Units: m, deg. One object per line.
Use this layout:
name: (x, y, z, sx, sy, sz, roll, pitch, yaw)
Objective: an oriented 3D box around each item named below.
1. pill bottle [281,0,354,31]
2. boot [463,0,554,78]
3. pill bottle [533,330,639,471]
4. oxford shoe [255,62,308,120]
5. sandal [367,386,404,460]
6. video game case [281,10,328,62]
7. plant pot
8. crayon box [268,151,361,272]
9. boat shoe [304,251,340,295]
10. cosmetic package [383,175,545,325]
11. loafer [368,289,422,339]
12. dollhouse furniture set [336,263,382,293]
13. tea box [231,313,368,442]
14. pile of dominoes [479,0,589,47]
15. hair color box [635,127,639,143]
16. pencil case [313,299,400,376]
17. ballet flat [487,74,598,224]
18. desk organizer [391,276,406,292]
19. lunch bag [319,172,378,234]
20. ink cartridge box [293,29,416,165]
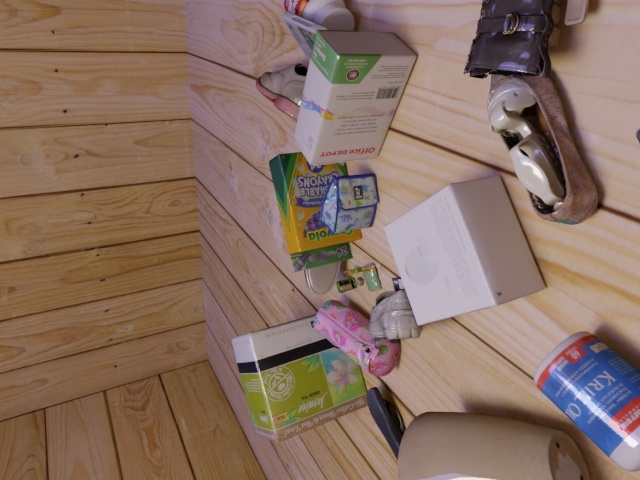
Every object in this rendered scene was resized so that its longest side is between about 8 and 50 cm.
pill bottle: (-0.008, -0.597, 1.198, 0.221, 0.121, 0.121, 58, 146, 34)
boot: (0.268, -0.375, 0.722, 0.263, 0.091, 0.228, 41, 127, 50)
pill bottle: (0.440, 0.249, 0.674, 0.221, 0.125, 0.124, 48, 140, 44)
oxford shoe: (-0.087, -0.474, 1.434, 0.146, 0.141, 0.397, -56, 39, 14)
sandal: (0.208, 0.533, 1.313, 0.254, 0.055, 0.097, 62, 157, 10)
video game case: (0.011, -0.461, 1.172, 0.206, 0.026, 0.227, 48, 180, 44)
plant pot: (0.333, 0.437, 0.860, 0.274, 0.257, 0.256, -32, 71, 44)
crayon box: (-0.007, -0.089, 1.305, 0.083, 0.203, 0.322, -14, 89, 62)
boat shoe: (0.000, 0.000, 1.423, 0.095, 0.112, 0.334, 154, 116, -79)
cosmetic package: (0.267, 0.026, 0.899, 0.225, 0.138, 0.223, -38, 67, 61)
loafer: (0.176, 0.177, 1.108, 0.319, 0.112, 0.111, 111, 158, -78)
dollhouse furniture set: (0.106, 0.117, 1.326, 0.152, 0.059, 0.076, -23, 80, 62)
tea box: (-0.068, 0.418, 1.477, 0.220, 0.329, 0.323, -31, 74, 61)
pile of dominoes: (0.344, -0.431, 0.716, 0.196, 0.040, 0.250, 24, 113, 58)
hair color box: (0.505, -0.006, 0.476, 0.174, 0.105, 0.346, -38, 67, 60)
pencil case: (0.098, 0.271, 1.315, 0.284, 0.124, 0.124, 29, 126, 52)
ballet flat: (0.333, -0.170, 0.735, 0.107, 0.106, 0.315, -50, 56, 57)
desk organizer: (0.230, 0.103, 1.093, 0.130, 0.050, 0.047, -16, 86, 63)
lunch bag: (0.079, -0.103, 1.216, 0.096, 0.129, 0.151, 45, 136, 45)
ink cartridge box: (0.068, -0.325, 1.071, 0.117, 0.202, 0.278, 60, 148, 34)
